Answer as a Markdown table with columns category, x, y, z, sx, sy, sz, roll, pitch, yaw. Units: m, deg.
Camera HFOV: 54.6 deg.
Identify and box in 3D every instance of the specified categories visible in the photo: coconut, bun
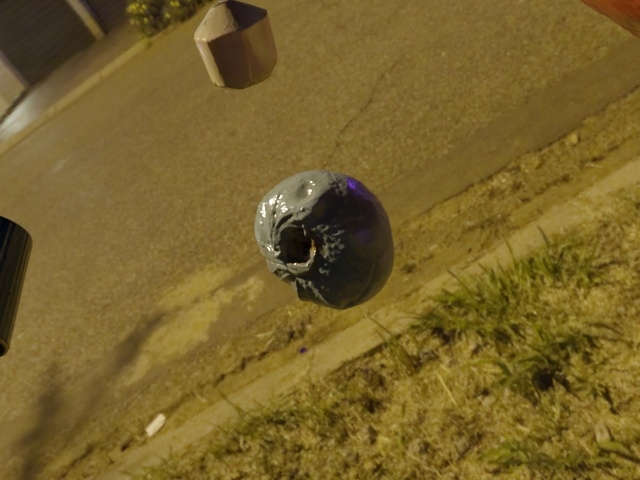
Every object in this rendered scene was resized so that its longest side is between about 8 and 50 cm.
| category | x | y | z | sx | sy | sz | roll | pitch | yaw |
| --- | --- | --- | --- | --- | --- | --- | --- | --- | --- |
| coconut | -0.160 | -0.373 | 1.162 | 0.147 | 0.152 | 0.147 | -12 | 31 | 8 |
| bun | 0.000 | 0.000 | 0.337 | 0.083 | 0.083 | 0.045 | -9 | 8 | 37 |

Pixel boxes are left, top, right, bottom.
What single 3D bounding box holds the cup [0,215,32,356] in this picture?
| category | x | y | z | sx | sy | sz | roll | pitch | yaw |
| --- | --- | --- | --- | --- | --- | --- | --- | --- | --- |
| cup | -0.453 | 0.047 | 0.762 | 0.131 | 0.176 | 0.155 | -39 | 38 | 48 |

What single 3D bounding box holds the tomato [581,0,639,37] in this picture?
| category | x | y | z | sx | sy | sz | roll | pitch | yaw |
| --- | --- | --- | --- | --- | --- | --- | --- | --- | --- |
| tomato | 0.242 | -0.228 | 0.250 | 0.325 | 0.293 | 0.290 | -33 | 67 | -8 |
